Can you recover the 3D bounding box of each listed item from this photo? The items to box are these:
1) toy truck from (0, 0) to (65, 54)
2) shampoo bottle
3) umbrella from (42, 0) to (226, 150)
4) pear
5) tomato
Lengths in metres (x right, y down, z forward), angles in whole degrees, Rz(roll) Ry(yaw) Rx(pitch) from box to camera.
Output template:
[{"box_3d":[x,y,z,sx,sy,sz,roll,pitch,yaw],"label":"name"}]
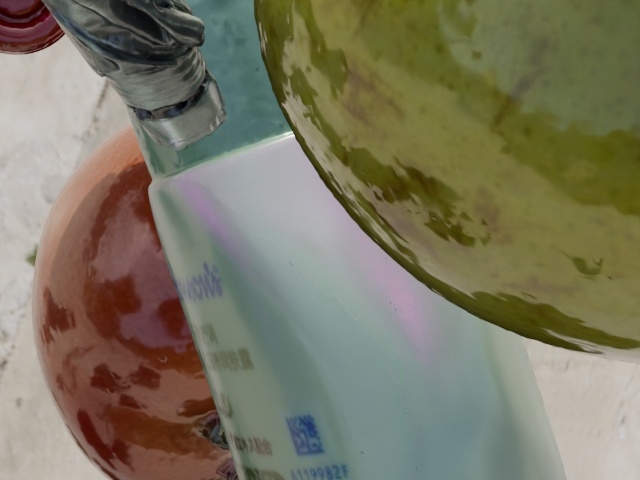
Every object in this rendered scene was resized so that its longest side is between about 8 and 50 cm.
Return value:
[{"box_3d":[-0.202,-0.254,0.819,0.265,0.189,0.239,20,101,-17],"label":"toy truck"},{"box_3d":[0.000,0.000,0.675,0.151,0.222,0.350,-18,93,-17],"label":"shampoo bottle"},{"box_3d":[-0.076,-0.090,0.419,0.046,0.188,0.050,-37,52,-7],"label":"umbrella"},{"box_3d":[0.119,-0.088,0.436,0.283,0.283,0.284,0,66,1],"label":"pear"},{"box_3d":[-0.067,0.038,1.044,0.321,0.321,0.321,0,66,1],"label":"tomato"}]
